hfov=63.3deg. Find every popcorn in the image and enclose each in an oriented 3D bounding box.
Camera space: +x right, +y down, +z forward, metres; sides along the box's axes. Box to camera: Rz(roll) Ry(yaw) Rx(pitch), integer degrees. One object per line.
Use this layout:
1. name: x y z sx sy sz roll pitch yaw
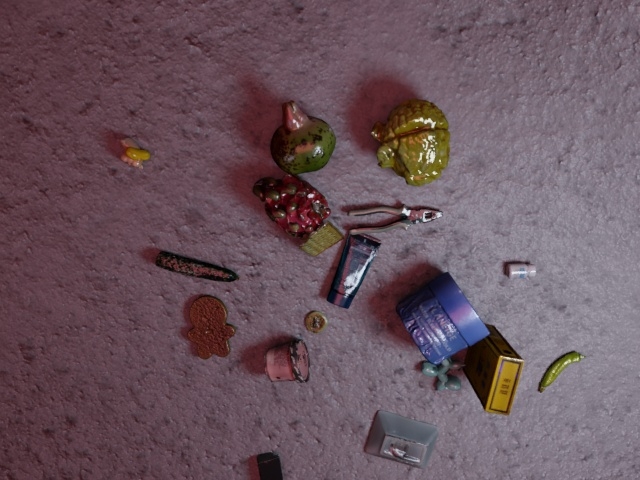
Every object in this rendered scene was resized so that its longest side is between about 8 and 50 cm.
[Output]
1. popcorn: 0.298 -0.312 1.655 0.270 0.224 0.257 36 107 -10

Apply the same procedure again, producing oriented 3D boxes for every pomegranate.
1. pomegranate: -0.068 -0.331 1.654 0.214 0.214 0.247 -18 131 5

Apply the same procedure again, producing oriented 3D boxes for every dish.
1. dish: 0.303 0.750 1.912 0.243 0.080 0.181 16 101 0

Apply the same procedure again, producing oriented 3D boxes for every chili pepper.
1. chili pepper: 0.850 0.462 1.862 0.208 0.043 0.049 -44 121 14

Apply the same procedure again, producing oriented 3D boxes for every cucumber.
1. cucumber: -0.431 0.102 1.834 0.294 0.067 0.067 15 100 -1

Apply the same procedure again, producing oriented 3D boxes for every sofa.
1. sofa: -0.189 0.882 1.972 0.085 0.060 0.147 -11 100 -13

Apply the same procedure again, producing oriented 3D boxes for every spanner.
1. spanner: 0.256 -0.078 1.784 0.325 0.040 0.095 -5 100 1

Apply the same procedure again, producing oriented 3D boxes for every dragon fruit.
1. dragon fruit: -0.100 -0.131 1.706 0.273 0.218 0.198 41 138 -1

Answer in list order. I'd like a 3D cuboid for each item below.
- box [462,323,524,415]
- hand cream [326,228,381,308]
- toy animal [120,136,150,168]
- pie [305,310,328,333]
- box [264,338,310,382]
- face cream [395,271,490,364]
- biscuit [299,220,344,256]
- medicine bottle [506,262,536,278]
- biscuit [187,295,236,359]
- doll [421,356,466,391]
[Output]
1. box: 0.566 0.416 1.728 0.084 0.301 0.192 10 101 0
2. hand cream: 0.110 0.103 1.819 0.120 0.061 0.270 22 95 -3
3. toy animal: -0.647 -0.291 1.764 0.114 0.091 0.082 42 113 -7
4. pie: -0.015 0.296 1.872 0.084 0.021 0.084 0 99 2
5. box: -0.120 0.435 1.841 0.135 0.151 0.151 -13 99 12
6. face cream: 0.402 0.264 1.735 0.225 0.249 0.249 -36 97 10
7. biscuit: 0.000 0.001 1.739 0.144 0.203 0.016 -33 70 9
8. medicine bottle: 0.692 0.105 1.795 0.089 0.052 0.052 -3 100 3
9. biscuit: -0.397 0.314 1.882 0.180 0.039 0.236 -5 99 5
10. doll: 0.444 0.477 1.862 0.159 0.059 0.159 34 117 -5
